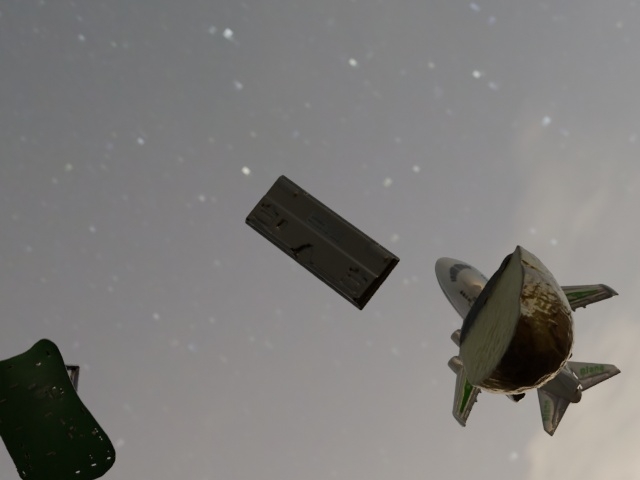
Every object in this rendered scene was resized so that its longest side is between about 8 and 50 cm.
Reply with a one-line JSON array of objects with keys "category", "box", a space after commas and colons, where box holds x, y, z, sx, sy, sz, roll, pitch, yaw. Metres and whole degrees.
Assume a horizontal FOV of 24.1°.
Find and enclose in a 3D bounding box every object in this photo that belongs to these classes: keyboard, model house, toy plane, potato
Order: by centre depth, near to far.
[{"category": "potato", "box": [0.142, 0.071, 1.030, 0.066, 0.103, 0.096, 22, -63, -8]}, {"category": "keyboard", "box": [0.000, 0.000, 1.140, 0.049, 0.129, 0.015, -50, -31, -6]}, {"category": "model house", "box": [-0.296, 0.187, 1.669, 0.117, 0.167, 0.088, -27, 9, 12]}, {"category": "toy plane", "box": [0.228, 0.115, 1.807, 0.251, 0.255, 0.101, -39, -26, -14]}]
